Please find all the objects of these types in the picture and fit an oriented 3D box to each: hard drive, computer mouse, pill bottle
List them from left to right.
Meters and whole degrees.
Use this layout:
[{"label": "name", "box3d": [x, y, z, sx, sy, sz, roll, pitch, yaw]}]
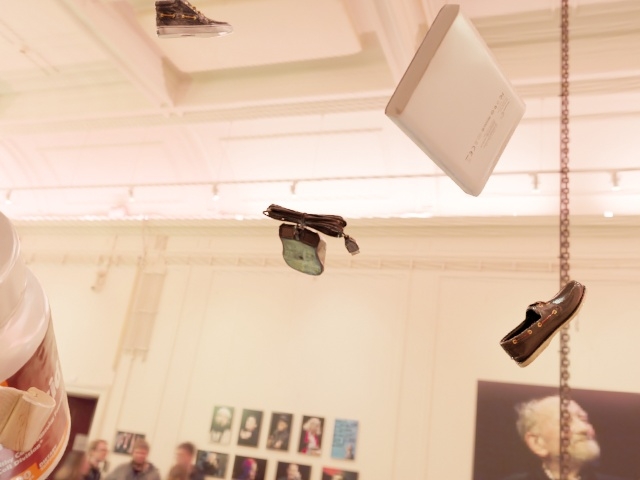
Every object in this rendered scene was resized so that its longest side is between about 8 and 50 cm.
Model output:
[{"label": "pill bottle", "box3d": [-0.438, 0.147, 0.767, 0.224, 0.224, 0.392, 10, -46, -4]}, {"label": "computer mouse", "box3d": [0.000, 0.000, 1.273, 0.184, 0.060, 0.262, 13, -26, 18]}, {"label": "hard drive", "box3d": [0.281, -0.260, 1.254, 0.047, 0.232, 0.353, 27, -3, 42]}]

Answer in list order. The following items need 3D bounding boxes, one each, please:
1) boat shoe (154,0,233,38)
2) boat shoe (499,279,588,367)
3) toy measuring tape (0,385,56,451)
[{"label": "boat shoe", "box3d": [-0.295, -0.520, 1.479, 0.184, 0.083, 0.065, -8, 8, -23]}, {"label": "boat shoe", "box3d": [0.271, 0.093, 0.765, 0.042, 0.133, 0.049, 47, -12, 1]}, {"label": "toy measuring tape", "box3d": [-0.268, 0.083, 0.273, 0.122, 0.121, 0.330, -11, -26, 42]}]
